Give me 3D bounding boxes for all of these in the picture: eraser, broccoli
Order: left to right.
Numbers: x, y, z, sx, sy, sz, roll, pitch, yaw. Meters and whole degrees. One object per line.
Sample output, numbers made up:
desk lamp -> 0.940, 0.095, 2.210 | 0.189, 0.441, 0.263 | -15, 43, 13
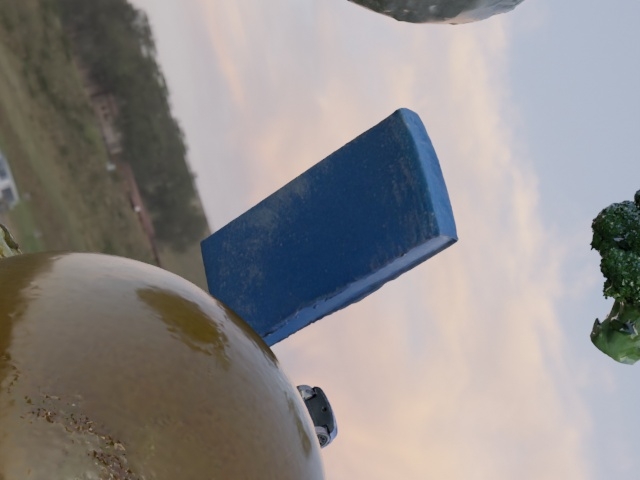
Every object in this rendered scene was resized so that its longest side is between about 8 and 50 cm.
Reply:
eraser -> 0.000, 0.000, 1.192 | 0.312, 0.043, 0.144 | -32, -118, 36
broccoli -> 0.464, 0.056, 1.588 | 0.270, 0.270, 0.270 | -58, -137, 32

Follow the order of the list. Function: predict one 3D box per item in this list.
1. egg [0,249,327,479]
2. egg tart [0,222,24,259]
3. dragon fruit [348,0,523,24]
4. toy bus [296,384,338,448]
egg -> -0.135, 0.147, 0.607 | 0.351, 0.283, 0.282 | -79, 152, -87
egg tart -> -0.405, 0.055, 1.081 | 0.116, 0.295, 0.294 | -120, -163, -68
dragon fruit -> 0.131, -0.289, 0.995 | 0.204, 0.283, 0.221 | 39, -42, 42
toy bus -> -0.059, 0.230, 1.320 | 0.076, 0.167, 0.073 | 66, 2, -47
